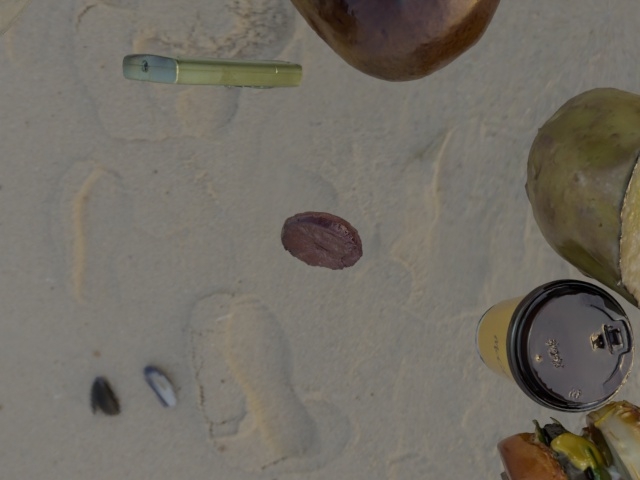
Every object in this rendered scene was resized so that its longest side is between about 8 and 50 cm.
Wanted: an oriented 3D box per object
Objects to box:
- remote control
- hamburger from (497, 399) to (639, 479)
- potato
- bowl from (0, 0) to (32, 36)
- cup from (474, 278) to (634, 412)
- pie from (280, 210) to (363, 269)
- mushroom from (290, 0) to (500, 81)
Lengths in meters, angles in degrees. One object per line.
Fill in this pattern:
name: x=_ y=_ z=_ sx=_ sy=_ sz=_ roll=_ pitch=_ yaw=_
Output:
remote control: x=-0.126 y=-0.209 z=1.089 sx=0.098 sy=0.233 sz=0.038 roll=12 pitch=104 yaw=38
hamburger: x=0.356 y=0.336 z=1.069 sx=0.225 sy=0.291 sz=0.291 roll=-24 pitch=96 yaw=4
potato: x=0.412 y=-0.069 z=1.285 sx=0.237 sy=0.301 sz=0.288 roll=22 pitch=85 yaw=46
bowl: x=-0.209 y=-0.173 z=0.381 sx=0.157 sy=0.345 sz=0.345 roll=26 pitch=110 yaw=4
cup: x=0.348 y=0.159 z=1.373 sx=0.196 sy=0.280 sz=0.196 roll=1 pitch=87 yaw=-10
pie: x=0.000 y=0.000 z=1.497 sx=0.154 sy=0.036 sz=0.154 roll=13 pitch=148 yaw=8
mushroom: x=0.092 y=-0.397 z=1.166 sx=0.345 sy=0.259 sz=0.345 roll=-3 pitch=106 yaw=-10
